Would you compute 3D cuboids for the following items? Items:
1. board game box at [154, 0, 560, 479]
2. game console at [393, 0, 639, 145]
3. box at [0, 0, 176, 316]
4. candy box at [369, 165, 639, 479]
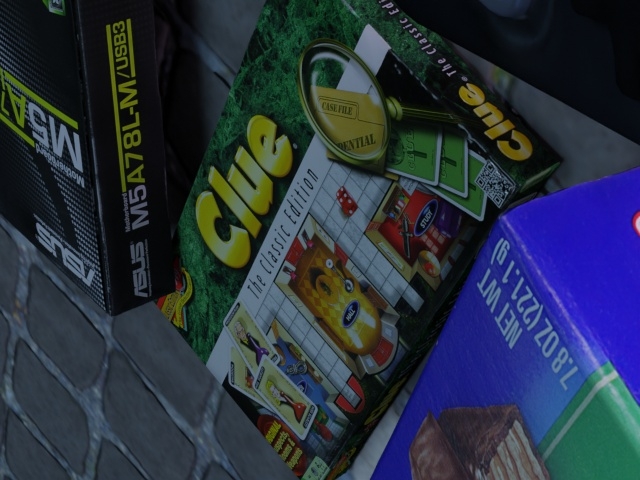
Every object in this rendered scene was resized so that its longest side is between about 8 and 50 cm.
[{"bbox_3d":[0.000,0.000,0.663,0.136,0.030,0.260,50,144,18],"label":"board game box"},{"bbox_3d":[0.041,-0.194,0.266,0.342,0.060,0.387,-127,20,-61],"label":"game console"},{"bbox_3d":[-0.142,-0.084,0.747,0.190,0.045,0.184,36,136,43],"label":"box"},{"bbox_3d":[0.118,0.164,0.462,0.268,0.122,0.317,61,155,27],"label":"candy box"}]
